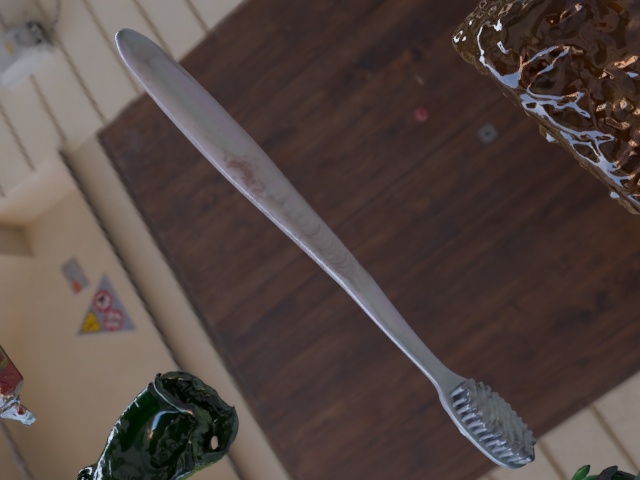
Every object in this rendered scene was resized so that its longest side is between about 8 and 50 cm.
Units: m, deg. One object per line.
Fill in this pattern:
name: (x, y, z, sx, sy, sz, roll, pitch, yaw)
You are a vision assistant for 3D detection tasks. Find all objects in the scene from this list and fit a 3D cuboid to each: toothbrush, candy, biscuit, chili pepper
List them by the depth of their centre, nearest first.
toothbrush: (0.000, 0.000, 0.528, 0.307, 0.025, 0.029, 47, 161, 5)
biscuit: (0.384, -0.205, 1.087, 0.395, 0.342, 0.166, 37, -168, -14)
chili pepper: (-0.184, 0.219, 1.087, 0.108, 0.216, 0.062, 60, -162, 14)
candy: (-0.508, 0.171, 1.531, 0.059, 0.086, 0.292, -56, -45, -39)

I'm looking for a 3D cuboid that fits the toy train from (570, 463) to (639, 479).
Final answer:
toy train: (0.202, 0.187, 0.522, 0.188, 0.132, 0.243, 40, -136, 17)
